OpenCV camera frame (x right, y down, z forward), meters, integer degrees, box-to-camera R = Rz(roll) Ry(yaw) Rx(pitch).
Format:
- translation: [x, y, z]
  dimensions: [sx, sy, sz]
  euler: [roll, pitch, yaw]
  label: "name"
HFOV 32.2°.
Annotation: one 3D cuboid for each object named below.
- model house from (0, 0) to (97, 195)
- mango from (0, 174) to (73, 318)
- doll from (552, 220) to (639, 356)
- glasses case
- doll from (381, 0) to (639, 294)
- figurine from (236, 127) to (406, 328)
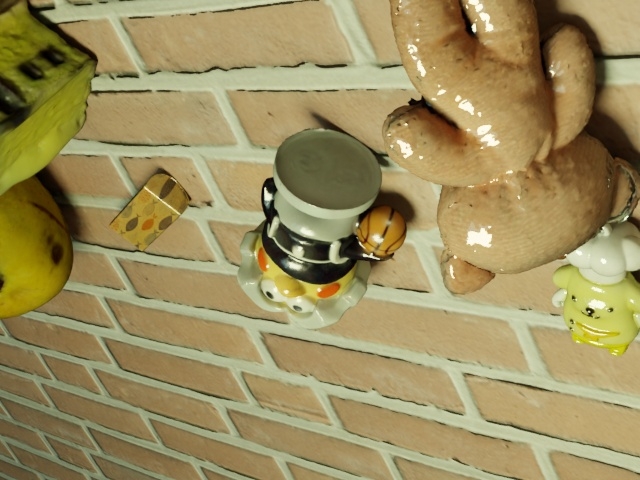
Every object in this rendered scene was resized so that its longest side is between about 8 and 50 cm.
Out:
- translation: [-0.443, -0.211, 1.462]
  dimensions: [0.234, 0.193, 0.175]
  euler: [38, 150, 10]
  label: "model house"
- translation: [-0.558, -0.074, 1.709]
  dimensions: [0.445, 0.220, 0.301]
  euler: [50, -174, 20]
  label: "mango"
- translation: [0.270, 0.042, 1.069]
  dimensions: [0.106, 0.062, 0.162]
  euler: [16, 137, 30]
  label: "doll"
- translation: [-0.241, -0.041, 1.568]
  dimensions: [0.064, 0.041, 0.170]
  euler: [38, 148, -11]
  label: "glasses case"
- translation: [0.147, -0.116, 0.970]
  dimensions: [0.156, 0.201, 0.303]
  euler: [-115, 1, -70]
  label: "doll"
- translation: [0.000, 0.000, 1.264]
  dimensions: [0.176, 0.133, 0.236]
  euler: [27, 140, 7]
  label: "figurine"
